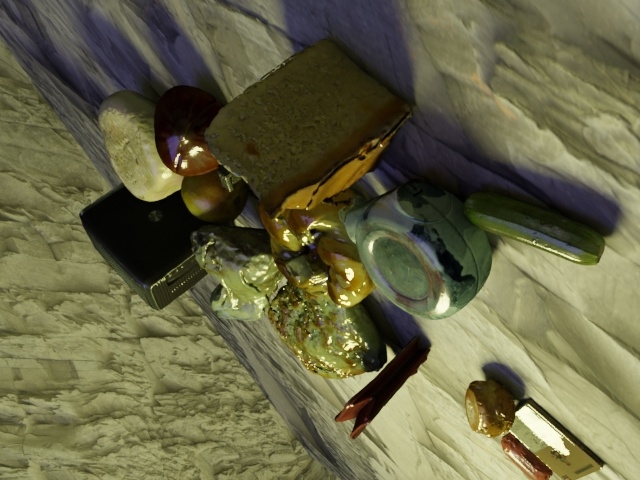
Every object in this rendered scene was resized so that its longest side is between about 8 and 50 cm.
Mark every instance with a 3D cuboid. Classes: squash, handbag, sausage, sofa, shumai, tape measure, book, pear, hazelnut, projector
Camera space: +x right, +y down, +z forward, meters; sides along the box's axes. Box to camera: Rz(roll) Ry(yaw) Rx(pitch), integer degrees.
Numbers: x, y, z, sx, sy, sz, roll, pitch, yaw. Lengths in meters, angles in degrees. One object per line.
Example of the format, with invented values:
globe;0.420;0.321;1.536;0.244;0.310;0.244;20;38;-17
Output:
squash;0.322;-0.023;0.862;0.229;0.066;0.066;27;148;39
handbag;0.165;0.394;1.492;0.084;0.275;0.260;43;154;17
sausage;0.503;0.522;1.355;0.141;0.076;0.076;41;155;17
sofa;-0.210;-0.186;1.464;0.039;0.118;0.060;37;153;29
shumai;-0.218;0.106;1.623;0.330;0.292;0.288;11;94;46
tape measure;0.187;0.010;1.046;0.275;0.147;0.256;56;154;-6
book;0.520;0.459;1.270;0.199;0.016;0.138;42;144;16
pear;-0.301;-0.141;1.607;0.200;0.200;0.200;39;154;23
hazelnut;-0.329;-0.280;1.416;0.229;0.229;0.229;39;154;23
projector;-0.558;-0.020;1.966;0.405;0.395;0.242;41;153;18

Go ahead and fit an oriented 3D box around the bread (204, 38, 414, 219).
bread;-0.027;-0.159;0.982;0.248;0.315;0.279;47;166;9

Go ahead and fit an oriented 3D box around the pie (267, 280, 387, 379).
pie;0.026;0.248;1.642;0.395;0.180;0.418;51;149;1

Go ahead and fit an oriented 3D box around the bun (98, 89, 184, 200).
bun;-0.526;-0.298;1.738;0.361;0.213;0.360;25;132;31

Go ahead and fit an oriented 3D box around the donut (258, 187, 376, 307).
donut;0.000;0.000;1.324;0.360;0.170;0.360;39;153;25

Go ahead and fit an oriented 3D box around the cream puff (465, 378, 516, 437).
cream puff;0.395;0.386;1.288;0.144;0.103;0.126;91;172;-53
